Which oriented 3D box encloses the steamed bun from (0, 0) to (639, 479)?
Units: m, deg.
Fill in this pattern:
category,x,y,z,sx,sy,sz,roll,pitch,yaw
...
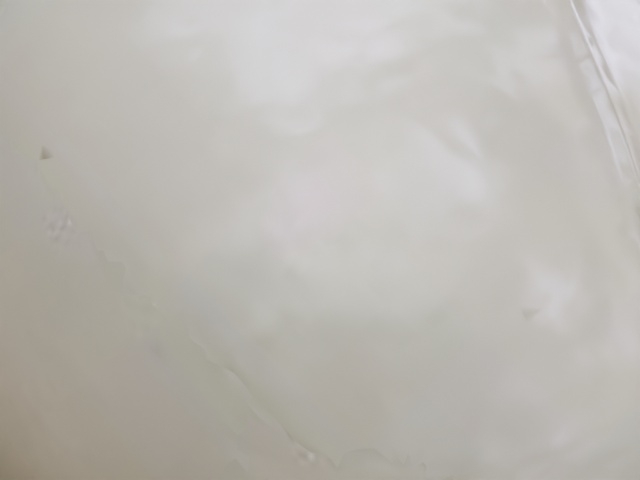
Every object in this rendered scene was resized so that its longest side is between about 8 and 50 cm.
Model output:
category,x,y,z,sx,sy,sz,roll,pitch,yaw
steamed bun,0.006,-0.003,0.525,0.334,0.374,0.333,2,83,-15
